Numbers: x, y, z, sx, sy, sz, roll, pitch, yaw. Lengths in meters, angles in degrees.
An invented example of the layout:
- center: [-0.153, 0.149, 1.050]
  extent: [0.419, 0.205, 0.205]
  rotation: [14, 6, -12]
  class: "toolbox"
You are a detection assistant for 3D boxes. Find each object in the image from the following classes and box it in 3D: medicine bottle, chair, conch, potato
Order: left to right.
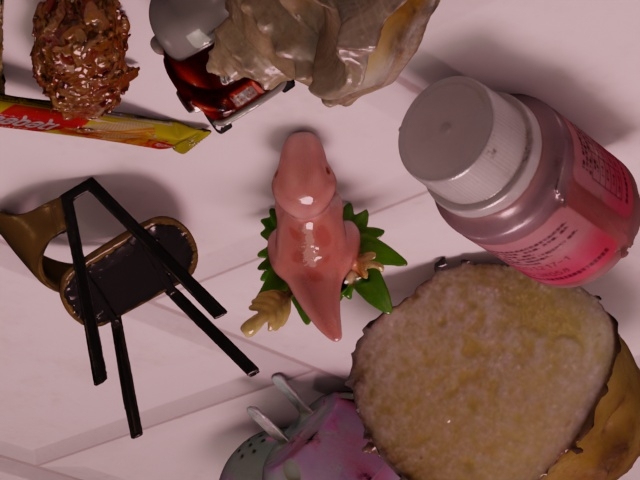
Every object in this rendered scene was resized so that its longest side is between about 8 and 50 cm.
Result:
- center: [-0.198, 0.043, 1.900]
  extent: [0.172, 0.247, 0.159]
  rotation: [-27, 154, -3]
  class: "chair"
- center: [0.036, -0.222, 1.316]
  extent: [0.186, 0.263, 0.324]
  rotation: [31, 107, -16]
  class: "conch"
- center: [0.214, 0.169, 2.129]
  extent: [0.301, 0.289, 0.237]
  rotation: [-48, 161, 9]
  class: "potato"
- center: [0.178, -0.056, 1.747]
  extent: [0.147, 0.147, 0.247]
  rotation: [-19, 149, 31]
  class: "medicine bottle"

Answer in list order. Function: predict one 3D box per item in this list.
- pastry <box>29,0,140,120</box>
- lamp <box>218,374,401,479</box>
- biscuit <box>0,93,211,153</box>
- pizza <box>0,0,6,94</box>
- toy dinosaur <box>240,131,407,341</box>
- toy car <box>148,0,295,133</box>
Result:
- center: [-0.198, -0.146, 1.616]
  extent: [0.087, 0.063, 0.169]
  rotation: [-5, 155, -1]
  class: "pastry"
- center: [-0.014, 0.279, 2.402]
  extent: [0.247, 0.247, 0.301]
  rotation: [50, 150, -10]
  class: "lamp"
- center: [-0.223, -0.106, 1.705]
  extent: [0.292, 0.026, 0.048]
  rotation: [6, 161, -41]
  class: "biscuit"
- center: [-0.306, -0.158, 1.615]
  extent: [0.176, 0.036, 0.184]
  rotation: [-21, 149, 33]
  class: "pizza"
- center: [0.007, 0.002, 1.850]
  extent: [0.152, 0.194, 0.177]
  rotation: [5, 177, 5]
  class: "toy dinosaur"
- center: [-0.085, -0.164, 1.527]
  extent: [0.112, 0.139, 0.112]
  rotation: [-32, 127, 7]
  class: "toy car"
